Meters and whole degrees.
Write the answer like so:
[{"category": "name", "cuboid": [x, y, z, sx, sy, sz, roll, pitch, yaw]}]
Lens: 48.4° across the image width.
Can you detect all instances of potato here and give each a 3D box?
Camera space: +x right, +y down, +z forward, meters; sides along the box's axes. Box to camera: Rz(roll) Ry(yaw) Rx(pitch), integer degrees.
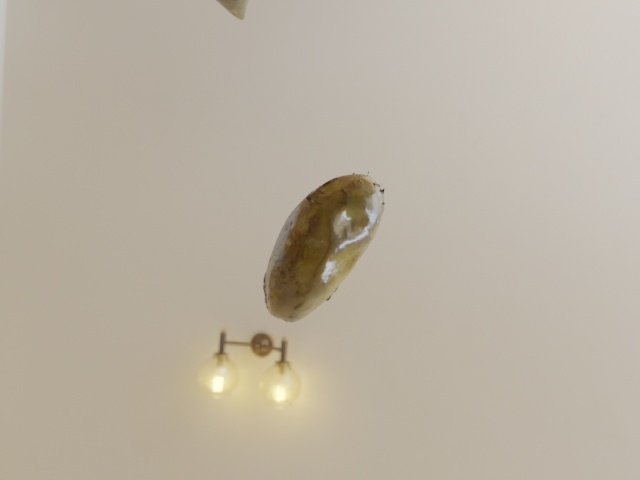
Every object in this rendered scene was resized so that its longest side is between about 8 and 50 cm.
[{"category": "potato", "cuboid": [0.000, 0.000, 0.372, 0.046, 0.092, 0.045, 43, 171, -28]}]

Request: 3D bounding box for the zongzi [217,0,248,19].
[{"category": "zongzi", "cuboid": [-0.175, -0.426, 0.874, 0.145, 0.274, 0.300, -40, -179, -10]}]
